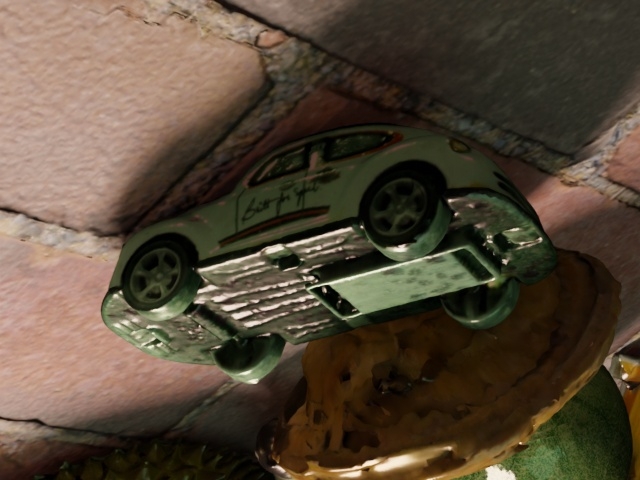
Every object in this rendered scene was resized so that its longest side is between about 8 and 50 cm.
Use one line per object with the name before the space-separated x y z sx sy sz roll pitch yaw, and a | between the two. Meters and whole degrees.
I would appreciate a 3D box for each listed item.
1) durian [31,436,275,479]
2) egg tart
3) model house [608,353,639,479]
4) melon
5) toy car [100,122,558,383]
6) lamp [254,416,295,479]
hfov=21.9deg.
durian | -0.175 0.267 1.352 0.352 0.158 0.169 -18 161 -20
egg tart | 0.073 0.071 1.196 0.291 0.291 0.107 -30 111 6
model house | 0.380 0.237 1.601 0.215 0.198 0.224 20 88 -46
melon | 0.180 0.174 1.436 0.182 0.182 0.287 -28 150 3
toy car | 0.000 0.000 1.094 0.306 0.125 0.136 -14 149 25
lamp | 0.021 0.191 1.423 0.101 0.101 0.250 -35 152 16
